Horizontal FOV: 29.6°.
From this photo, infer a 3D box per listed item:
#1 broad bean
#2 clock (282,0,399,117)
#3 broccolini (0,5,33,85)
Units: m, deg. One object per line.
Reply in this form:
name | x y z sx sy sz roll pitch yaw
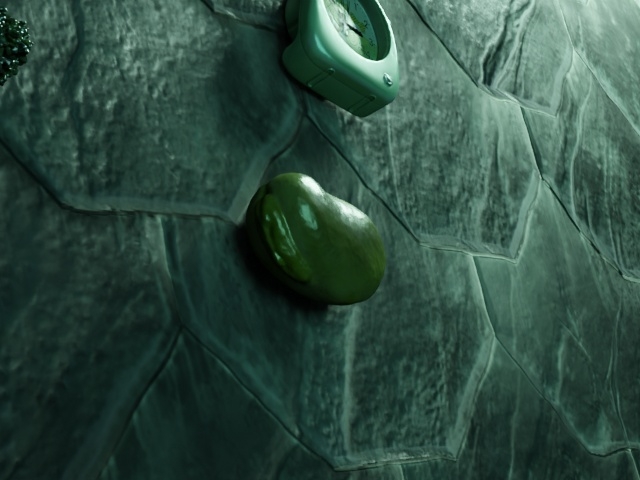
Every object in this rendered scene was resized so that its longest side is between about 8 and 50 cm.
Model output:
broad bean | 0.000 0.000 1.189 0.174 0.082 0.124 27 46 -37
clock | 0.022 -0.243 1.392 0.148 0.060 0.188 28 47 -37
broccolini | -0.378 -0.232 0.882 0.392 0.074 0.079 31 39 -37
